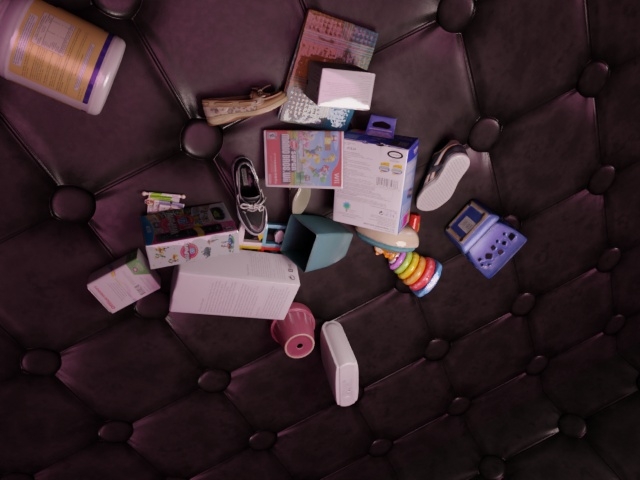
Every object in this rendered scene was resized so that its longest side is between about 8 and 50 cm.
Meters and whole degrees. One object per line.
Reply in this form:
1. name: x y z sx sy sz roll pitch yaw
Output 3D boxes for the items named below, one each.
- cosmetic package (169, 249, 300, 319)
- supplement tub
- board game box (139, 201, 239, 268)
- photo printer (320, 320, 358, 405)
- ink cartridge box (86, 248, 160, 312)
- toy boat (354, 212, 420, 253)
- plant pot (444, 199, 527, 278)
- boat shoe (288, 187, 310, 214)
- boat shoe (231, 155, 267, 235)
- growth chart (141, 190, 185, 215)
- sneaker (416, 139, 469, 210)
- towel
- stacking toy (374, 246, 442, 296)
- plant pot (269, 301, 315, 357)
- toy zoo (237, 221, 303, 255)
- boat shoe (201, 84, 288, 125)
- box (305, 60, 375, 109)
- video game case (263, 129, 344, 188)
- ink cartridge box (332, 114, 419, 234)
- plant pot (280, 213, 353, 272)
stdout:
1. cosmetic package: -0.332 0.164 1.902 0.452 0.162 0.230 8 132 -21
2. supplement tub: -0.747 -0.525 1.379 0.331 0.241 0.241 22 110 -26
3. board game box: -0.459 -0.023 1.731 0.303 0.224 0.098 -12 124 -19
4. photo printer: 0.075 0.523 2.164 0.107 0.308 0.256 -9 123 -11
5. ink cartridge box: -0.730 0.151 1.844 0.212 0.093 0.154 -29 121 -1
6. toy boat: 0.305 -0.019 2.000 0.318 0.267 0.148 -14 120 -47
7. plant pot: 0.683 -0.022 2.100 0.212 0.236 0.236 35 104 -24
8. boat shoe: -0.082 -0.206 1.860 0.081 0.068 0.228 -15 128 -44
9. boat shoe: -0.251 -0.149 1.800 0.113 0.105 0.307 -10 115 -14
10. growth chart: -0.560 -0.071 1.815 0.171 0.021 0.238 -2 119 -17
11. sneaker: 0.485 -0.258 1.980 0.126 0.128 0.321 14 138 -17
12. towel: 0.023 -0.568 1.709 0.271 0.040 0.371 9 114 -21
13. stacking toy: 0.356 0.092 2.127 0.301 0.166 0.175 33 95 -14
14. plant pot: -0.109 0.395 2.115 0.201 0.180 0.202 -7 119 -13
15. toy zoo: -0.225 0.017 1.959 0.292 0.030 0.193 4 117 -18
16. boat shoe: -0.250 -0.459 1.644 0.285 0.105 0.090 -17 114 -2
17. box: 0.060 -0.509 1.622 0.181 0.181 0.119 0 116 -16
18. video game case: -0.060 -0.288 1.756 0.284 0.025 0.204 3 108 9
19. ink cartridge box: 0.201 -0.246 1.802 0.269 0.151 0.396 14 122 21
20. plant pot: 0.000 0.000 1.924 0.234 0.165 0.166 -6 124 -42
